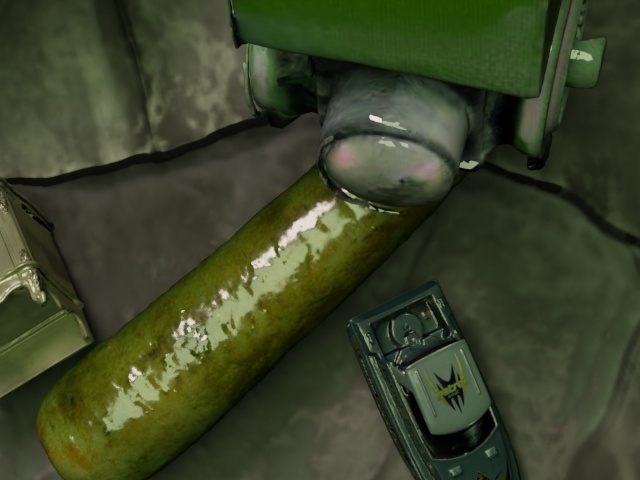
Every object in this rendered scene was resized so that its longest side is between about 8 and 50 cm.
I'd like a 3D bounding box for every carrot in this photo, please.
[{"bbox_3d":[0.000,0.000,0.919,0.358,0.074,0.074,-41,85,3],"label":"carrot"}]

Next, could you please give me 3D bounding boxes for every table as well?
[{"bbox_3d":[-0.172,0.027,0.925,0.079,0.062,0.083,-32,58,6],"label":"table"}]

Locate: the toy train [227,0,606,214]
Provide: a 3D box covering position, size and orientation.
[{"bbox_3d":[0.056,-0.183,0.804,0.173,0.249,0.307,11,62,10],"label":"toy train"}]

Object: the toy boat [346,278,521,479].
[{"bbox_3d":[0.065,0.094,0.917,0.055,0.060,0.141,-25,91,-19],"label":"toy boat"}]
